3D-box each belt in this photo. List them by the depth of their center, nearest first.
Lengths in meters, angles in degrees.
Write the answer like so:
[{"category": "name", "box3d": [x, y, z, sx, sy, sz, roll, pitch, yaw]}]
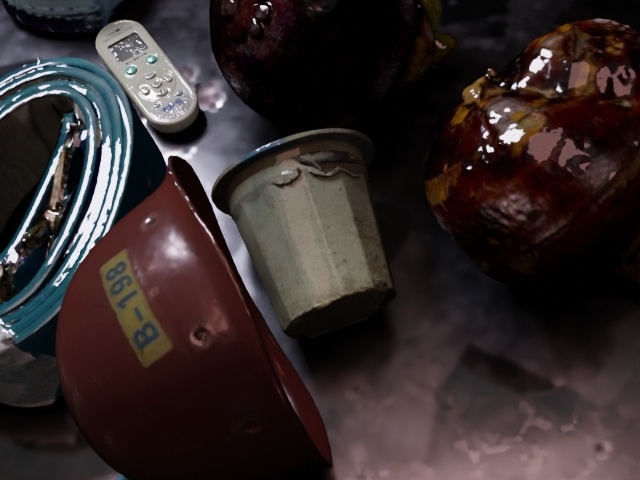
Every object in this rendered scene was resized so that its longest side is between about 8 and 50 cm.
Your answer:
[{"category": "belt", "box3d": [-0.356, -0.017, 1.330, 0.300, 0.173, 0.436, 1, 56, 17]}]

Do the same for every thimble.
[{"category": "thimble", "box3d": [-0.384, -0.427, 1.590, 0.237, 0.150, 0.237, -2, 60, 3]}]

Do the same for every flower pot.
[{"category": "flower pot", "box3d": [0.000, 0.000, 1.288, 0.212, 0.212, 0.202, -20, 72, -7]}]

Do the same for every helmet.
[{"category": "helmet", "box3d": [-0.163, 0.118, 1.132, 0.230, 0.337, 0.385, -29, 62, -2]}]

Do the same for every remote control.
[{"category": "remote control", "box3d": [-0.248, -0.235, 1.525, 0.078, 0.042, 0.221, -32, 61, -12]}]

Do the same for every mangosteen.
[{"category": "mangosteen", "box3d": [0.005, -0.301, 1.410, 0.297, 0.297, 0.313, 27, 44, 19]}]

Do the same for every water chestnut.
[{"category": "water chestnut", "box3d": [0.310, -0.072, 1.249, 0.335, 0.335, 0.347, -41, 94, -18]}]

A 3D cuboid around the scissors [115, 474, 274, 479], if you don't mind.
[{"category": "scissors", "box3d": [-0.191, 0.164, 1.291, 0.193, 0.029, 0.447, -16, 58, -5]}]
